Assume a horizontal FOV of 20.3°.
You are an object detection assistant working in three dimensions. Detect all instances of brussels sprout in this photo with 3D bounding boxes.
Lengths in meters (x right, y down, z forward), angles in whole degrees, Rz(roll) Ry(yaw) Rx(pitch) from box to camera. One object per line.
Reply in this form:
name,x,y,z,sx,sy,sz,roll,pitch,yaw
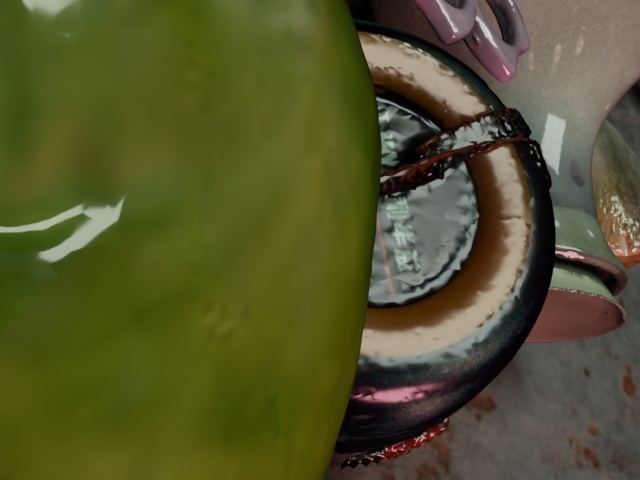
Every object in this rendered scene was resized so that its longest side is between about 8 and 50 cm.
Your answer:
brussels sprout,-0.168,-0.003,0.500,0.361,0.425,0.342,0,18,-12

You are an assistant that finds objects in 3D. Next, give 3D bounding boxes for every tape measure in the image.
tape measure,0.000,0.000,0.844,0.223,0.135,0.202,-5,69,-21

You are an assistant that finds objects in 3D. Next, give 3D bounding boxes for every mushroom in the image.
mushroom,0.156,-0.070,1.115,0.059,0.054,0.202,12,52,-44

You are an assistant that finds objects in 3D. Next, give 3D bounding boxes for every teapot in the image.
teapot,0.115,-0.075,0.999,0.183,0.183,0.250,16,68,-36

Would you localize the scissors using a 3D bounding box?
scissors,0.051,-0.178,0.914,0.110,0.021,0.212,21,45,-51
